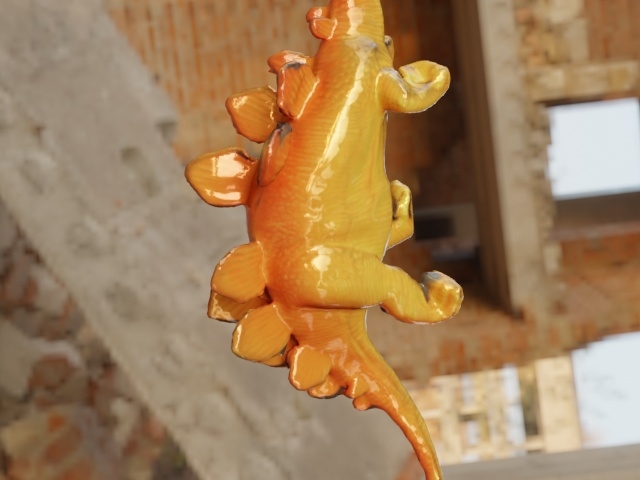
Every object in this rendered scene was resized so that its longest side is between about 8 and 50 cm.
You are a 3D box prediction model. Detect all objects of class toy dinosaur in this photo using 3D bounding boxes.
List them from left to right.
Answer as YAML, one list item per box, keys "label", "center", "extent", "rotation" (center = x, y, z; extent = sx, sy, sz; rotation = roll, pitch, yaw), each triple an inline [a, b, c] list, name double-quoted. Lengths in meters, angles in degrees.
- label: "toy dinosaur"
  center: [0.000, 0.000, 0.741]
  extent: [0.070, 0.117, 0.288]
  rotation: [7, -77, 62]
